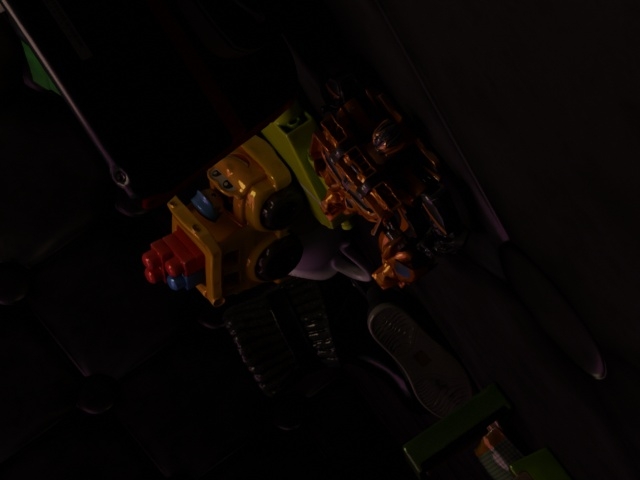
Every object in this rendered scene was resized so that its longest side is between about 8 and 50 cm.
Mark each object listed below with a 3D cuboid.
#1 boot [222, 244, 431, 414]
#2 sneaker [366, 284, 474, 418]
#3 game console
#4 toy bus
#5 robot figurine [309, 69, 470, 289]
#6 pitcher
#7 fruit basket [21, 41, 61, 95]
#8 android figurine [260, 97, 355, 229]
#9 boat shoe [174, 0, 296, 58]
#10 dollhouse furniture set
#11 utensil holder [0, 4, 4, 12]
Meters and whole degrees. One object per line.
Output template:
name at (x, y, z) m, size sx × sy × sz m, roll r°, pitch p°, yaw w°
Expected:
boot at (0.026, 0.199, 1.848) m, size 0.348 × 0.260 × 0.131 m, roll 54°, pitch 174°, yaw 9°
sneaker at (0.149, 0.158, 1.646) m, size 0.222 × 0.083 × 0.118 m, roll 53°, pitch -170°, yaw -16°
game console at (-0.191, -0.249, 1.089) m, size 0.386 × 0.060 × 0.342 m, roll 57°, pitch -144°, yaw -8°
toy bus at (-0.146, -0.019, 1.537) m, size 0.149 × 0.211 × 0.220 m, roll 46°, pitch 149°, yaw 33°
robot figurine at (0.058, -0.048, 1.097) m, size 0.211 × 0.085 × 0.291 m, roll 52°, pitch 174°, yaw 14°
pitcher at (0.000, 0.000, 1.721) m, size 0.178 × 0.125 × 0.207 m, roll 17°, pitch 161°, yaw 11°
fruit basket at (-0.404, -0.412, 1.876) m, size 0.392 × 0.283 × 0.392 m, roll 44°, pitch 168°, yaw 11°
android figurine at (-0.026, -0.122, 1.473) m, size 0.248 × 0.056 × 0.273 m, roll 46°, pitch 169°, yaw 52°
boat shoe at (-0.132, -0.313, 1.054) m, size 0.102 × 0.108 × 0.301 m, roll -20°, pitch 110°, yaw 46°
dollhouse furniture set at (0.236, 0.344, 1.542) m, size 0.197 × 0.151 × 0.301 m, roll 52°, pitch 174°, yaw 19°
utensil holder at (-0.600, -0.552, 1.732) m, size 0.327 × 0.327 × 0.385 m, roll 59°, pitch 174°, yaw -37°
